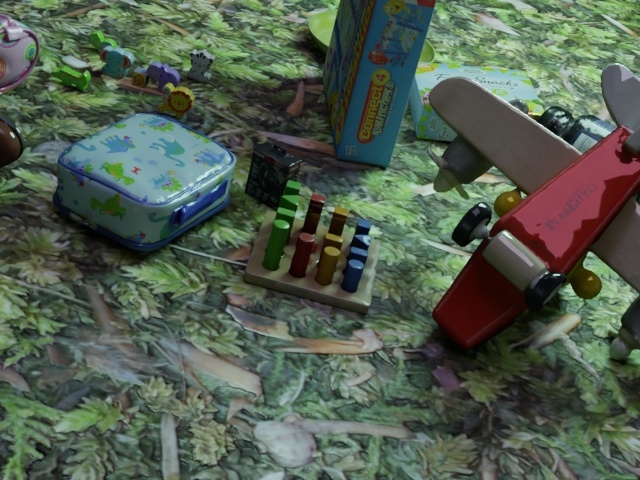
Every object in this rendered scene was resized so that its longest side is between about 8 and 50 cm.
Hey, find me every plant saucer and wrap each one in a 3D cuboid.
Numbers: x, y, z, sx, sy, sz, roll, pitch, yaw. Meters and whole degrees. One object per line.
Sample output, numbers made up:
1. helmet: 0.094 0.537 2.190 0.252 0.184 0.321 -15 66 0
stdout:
1. plant saucer: 0.091 -0.355 2.144 0.241 0.037 0.241 12 31 -7

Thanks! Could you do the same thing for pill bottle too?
1. pill bottle: 0.439 -0.123 1.845 0.219 0.122 0.123 36 36 30

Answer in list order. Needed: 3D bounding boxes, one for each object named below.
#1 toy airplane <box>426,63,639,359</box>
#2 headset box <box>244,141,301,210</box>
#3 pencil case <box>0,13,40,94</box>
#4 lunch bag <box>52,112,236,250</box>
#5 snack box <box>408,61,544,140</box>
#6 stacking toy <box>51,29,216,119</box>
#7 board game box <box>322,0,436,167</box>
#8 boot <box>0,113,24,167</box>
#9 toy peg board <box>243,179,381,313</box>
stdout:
1. toy airplane: 0.326 -0.033 1.508 0.385 0.272 0.386 1 65 -1
2. headset box: -0.065 -0.091 1.605 0.062 0.083 0.032 29 34 23
3. pencil case: -0.547 -0.322 1.727 0.284 0.124 0.124 33 35 25
4. lunch bag: -0.221 -0.076 1.505 0.176 0.090 0.219 25 32 17
5. snack box: 0.257 -0.230 1.970 0.207 0.070 0.174 6 32 -5
6. stacking toy: -0.283 -0.269 1.824 0.221 0.052 0.167 16 31 2
7. board game box: 0.086 -0.322 1.827 0.086 0.308 0.302 8 31 -10
8. boot: -0.509 -0.076 1.373 0.264 0.096 0.280 13 32 -5
9. toy peg board: 0.000 0.000 1.494 0.161 0.079 0.161 15 31 0
